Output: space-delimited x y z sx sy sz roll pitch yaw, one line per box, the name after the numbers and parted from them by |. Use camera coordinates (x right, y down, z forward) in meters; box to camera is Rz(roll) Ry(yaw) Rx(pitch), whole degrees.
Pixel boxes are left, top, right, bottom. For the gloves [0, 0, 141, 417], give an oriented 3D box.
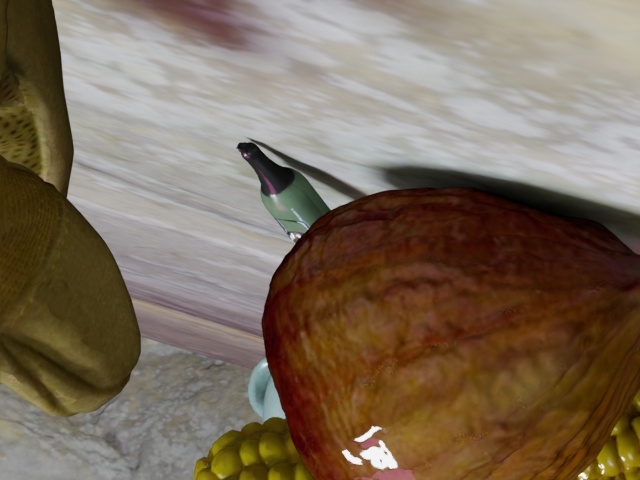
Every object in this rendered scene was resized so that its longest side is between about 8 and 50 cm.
-0.136 -0.044 0.333 0.154 0.141 0.331 -12 156 9 | gloves

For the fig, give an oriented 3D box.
0.083 0.031 0.599 0.201 0.134 0.146 -20 180 34 | fig

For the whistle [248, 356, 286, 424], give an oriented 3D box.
0.070 0.101 0.897 0.289 0.164 0.163 10 171 40 | whistle

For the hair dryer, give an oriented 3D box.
0.000 0.000 0.708 0.047 0.071 0.150 6 151 35 | hair dryer

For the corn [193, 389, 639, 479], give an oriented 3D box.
0.091 0.107 0.733 0.312 0.102 0.102 -9 175 -7 | corn
